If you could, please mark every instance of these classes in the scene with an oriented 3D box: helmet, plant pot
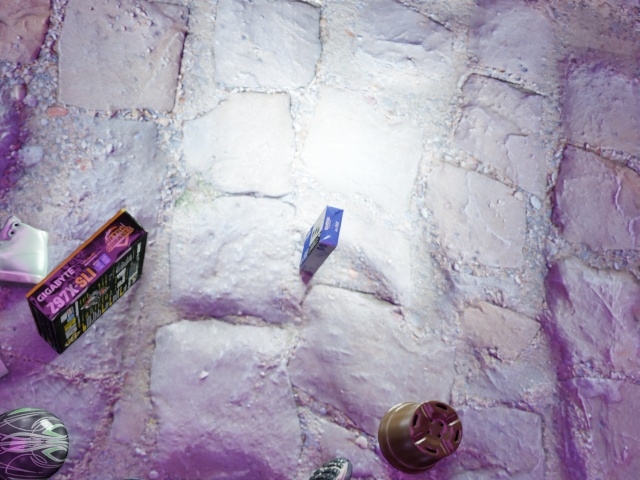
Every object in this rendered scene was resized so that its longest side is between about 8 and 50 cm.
[{"bbox_3d":[-0.594,0.414,1.575,0.169,0.161,0.169,5,68,-12],"label":"helmet"},{"bbox_3d":[0.233,0.437,1.776,0.167,0.165,0.167,4,69,-12],"label":"plant pot"}]

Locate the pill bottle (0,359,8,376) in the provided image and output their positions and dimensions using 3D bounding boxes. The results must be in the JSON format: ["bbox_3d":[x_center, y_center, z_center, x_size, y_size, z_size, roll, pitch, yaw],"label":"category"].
[{"bbox_3d":[-0.746,0.294,1.615,0.184,0.103,0.103,-33,81,-23],"label":"pill bottle"}]

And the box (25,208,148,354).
[{"bbox_3d":[-0.481,0.093,1.639,0.079,0.322,0.257,43,66,3],"label":"box"}]

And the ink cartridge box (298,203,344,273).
[{"bbox_3d":[0.000,0.000,1.859,0.046,0.207,0.097,16,66,-9],"label":"ink cartridge box"}]

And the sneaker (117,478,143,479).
[{"bbox_3d":[-0.451,0.530,1.613,0.188,0.078,0.067,-3,71,-16],"label":"sneaker"}]

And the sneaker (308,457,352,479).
[{"bbox_3d":[0.013,0.614,1.703,0.122,0.110,0.283,34,67,-20],"label":"sneaker"}]

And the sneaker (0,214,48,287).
[{"bbox_3d":[-0.732,0.015,1.728,0.256,0.094,0.151,10,73,-21],"label":"sneaker"}]
